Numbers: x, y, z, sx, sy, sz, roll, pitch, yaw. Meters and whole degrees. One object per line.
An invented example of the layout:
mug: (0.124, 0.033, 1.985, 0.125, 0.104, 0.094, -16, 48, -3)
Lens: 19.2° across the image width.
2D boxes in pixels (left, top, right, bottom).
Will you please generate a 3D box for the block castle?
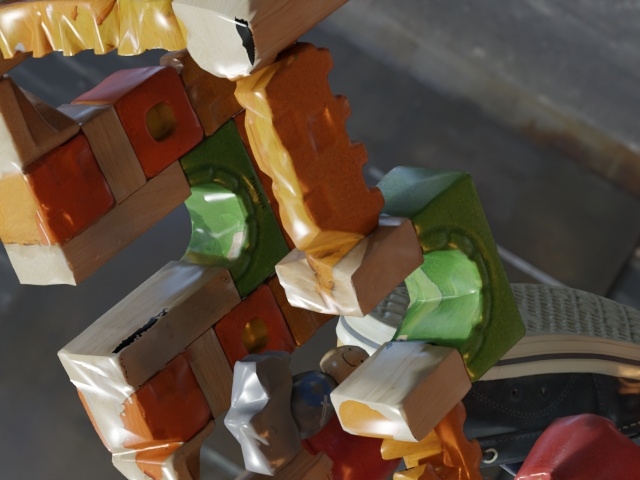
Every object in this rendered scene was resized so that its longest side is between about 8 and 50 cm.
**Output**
block castle: (0.000, 0.000, 1.097, 0.303, 0.213, 0.453, 4, 125, 45)

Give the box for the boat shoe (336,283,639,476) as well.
boat shoe: (0.207, 0.138, 1.770, 0.500, 0.156, 0.187, 2, -161, -41)
